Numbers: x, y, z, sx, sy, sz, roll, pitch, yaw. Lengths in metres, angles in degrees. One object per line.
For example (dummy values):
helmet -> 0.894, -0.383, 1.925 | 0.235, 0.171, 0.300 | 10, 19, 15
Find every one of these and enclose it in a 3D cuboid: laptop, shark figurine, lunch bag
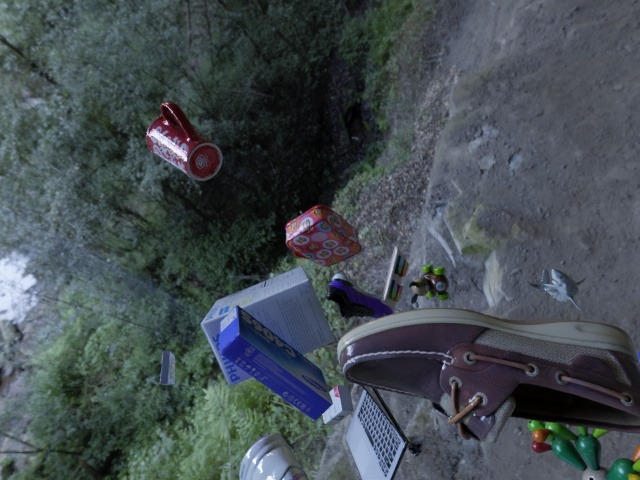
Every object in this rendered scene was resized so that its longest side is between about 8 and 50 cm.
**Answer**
laptop -> 0.112, 0.598, 1.428 | 0.236, 0.382, 0.409 | 19, 96, -14
shark figurine -> 0.795, 0.146, 1.341 | 0.116, 0.278, 0.166 | -44, 74, 4
lunch bag -> 0.000, 0.000, 1.720 | 0.258, 0.293, 0.120 | -30, 47, 26

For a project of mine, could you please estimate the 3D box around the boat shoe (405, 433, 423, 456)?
boat shoe -> 0.380, 0.829, 1.677 | 0.080, 0.229, 0.076 | -11, 61, 4

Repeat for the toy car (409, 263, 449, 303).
toy car -> 0.485, 0.214, 1.923 | 0.188, 0.155, 0.148 | -18, 13, -30

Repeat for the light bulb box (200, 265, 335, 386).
light bulb box -> -0.176, 0.272, 1.439 | 0.360, 0.358, 0.226 | -22, 95, -4

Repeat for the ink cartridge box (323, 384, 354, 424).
ink cartridge box -> 0.069, 0.699, 1.764 | 0.151, 0.063, 0.109 | -54, 34, 38

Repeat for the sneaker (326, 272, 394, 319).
sneaker -> 0.148, 0.267, 1.658 | 0.293, 0.102, 0.146 | 31, 47, 7

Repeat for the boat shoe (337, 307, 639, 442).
boat shoe -> 0.185, 0.163, 0.475 | 0.341, 0.123, 0.123 | 2, 45, 9

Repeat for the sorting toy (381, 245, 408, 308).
sorting toy -> 0.263, 0.134, 1.433 | 0.038, 0.208, 0.193 | 12, 80, 21

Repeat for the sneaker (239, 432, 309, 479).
sneaker -> -0.078, 0.498, 0.721 | 0.152, 0.114, 0.306 | 25, 119, 44

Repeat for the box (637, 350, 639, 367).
box -> 0.829, 0.354, 1.111 | 0.225, 0.136, 0.037 | -44, 33, 33

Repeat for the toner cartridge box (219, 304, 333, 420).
toner cartridge box -> -0.123, 0.336, 1.147 | 0.075, 0.348, 0.165 | -45, 22, 5

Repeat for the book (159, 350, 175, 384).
book -> -0.485, 0.406, 1.318 | 0.035, 0.144, 0.097 | 2, 70, -12

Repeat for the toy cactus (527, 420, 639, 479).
toy cactus -> 0.445, 0.364, 0.678 | 0.218, 0.112, 0.181 | -17, 91, 52

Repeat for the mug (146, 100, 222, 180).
mug -> -0.320, -0.221, 0.955 | 0.169, 0.150, 0.113 | 36, 80, 33
